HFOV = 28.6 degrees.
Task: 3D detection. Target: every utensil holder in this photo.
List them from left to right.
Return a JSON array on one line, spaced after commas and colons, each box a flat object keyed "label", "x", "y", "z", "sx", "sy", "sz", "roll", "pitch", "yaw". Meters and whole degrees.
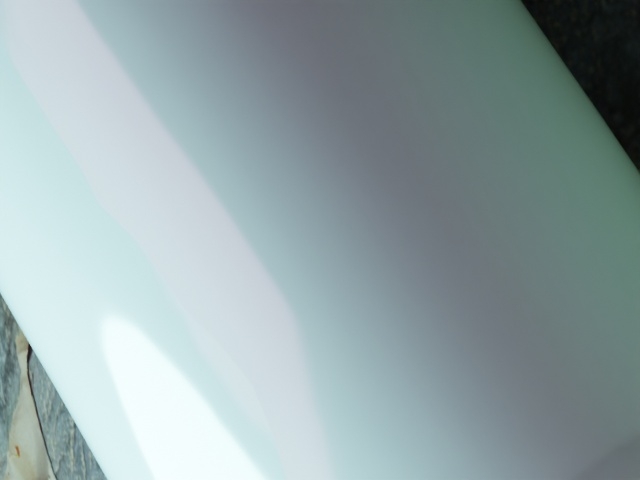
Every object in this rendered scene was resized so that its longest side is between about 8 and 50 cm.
[{"label": "utensil holder", "x": 0.000, "y": 0.000, "z": 0.663, "sx": 0.327, "sy": 0.327, "sz": 0.385, "roll": -39, "pitch": 80, "yaw": 43}]
